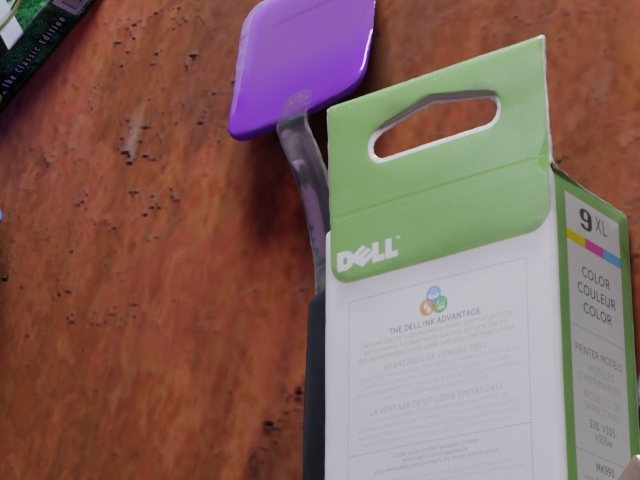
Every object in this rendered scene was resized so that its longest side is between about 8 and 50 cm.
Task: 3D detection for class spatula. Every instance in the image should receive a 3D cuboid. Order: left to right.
[{"bbox_3d":[0.000,0.000,0.744,0.084,0.030,0.296,-22,60,30],"label":"spatula"}]

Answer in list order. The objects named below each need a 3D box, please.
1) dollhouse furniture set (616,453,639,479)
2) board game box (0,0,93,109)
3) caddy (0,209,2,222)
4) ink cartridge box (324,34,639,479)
[{"bbox_3d":[0.165,-0.030,0.382,0.362,0.256,0.394,32,115,43],"label":"dollhouse furniture set"},{"bbox_3d":[-0.222,-0.182,1.009,0.136,0.030,0.259,-45,50,15],"label":"board game box"},{"bbox_3d":[-0.333,-0.024,0.899,0.179,0.241,0.341,-54,47,2],"label":"caddy"},{"bbox_3d":[0.061,0.038,0.655,0.109,0.062,0.209,-16,63,35],"label":"ink cartridge box"}]
